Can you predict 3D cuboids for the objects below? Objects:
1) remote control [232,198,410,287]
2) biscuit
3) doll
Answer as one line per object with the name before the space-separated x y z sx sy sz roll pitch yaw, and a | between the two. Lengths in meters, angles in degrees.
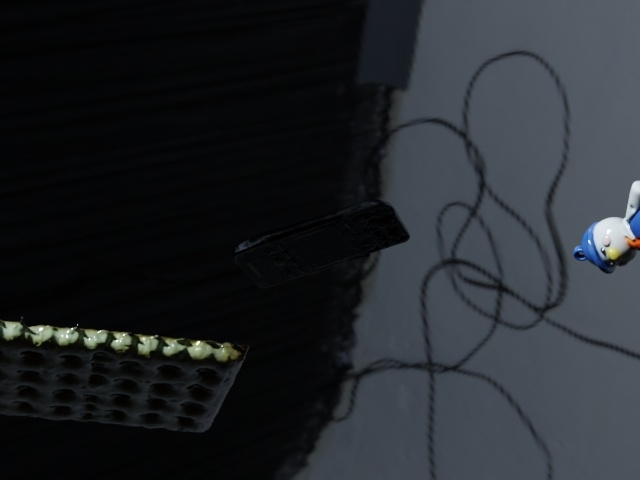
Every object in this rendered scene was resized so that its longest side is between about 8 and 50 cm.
remote control | 0.000 0.000 0.705 0.096 0.039 0.014 -17 47 20
biscuit | -0.166 0.076 0.736 0.139 0.231 0.016 118 157 -60
doll | 0.274 -0.008 1.082 0.143 0.058 0.099 -20 122 38
